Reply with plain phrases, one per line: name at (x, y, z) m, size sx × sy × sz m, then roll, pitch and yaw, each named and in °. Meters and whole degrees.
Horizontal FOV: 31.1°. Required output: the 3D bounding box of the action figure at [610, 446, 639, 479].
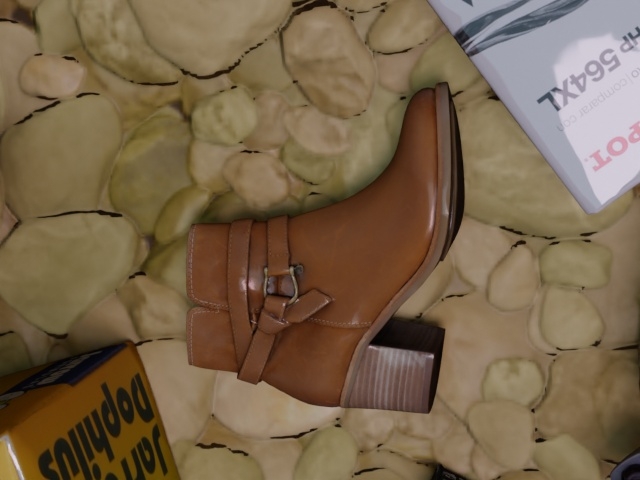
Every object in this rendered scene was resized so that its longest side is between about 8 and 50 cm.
action figure at (0.154, 0.207, 0.612) m, size 0.285 × 0.099 × 0.185 m, roll -13°, pitch 87°, yaw -19°

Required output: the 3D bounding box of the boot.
boot at (0.000, 0.000, 0.656) m, size 0.152 × 0.073 × 0.197 m, roll 10°, pitch 98°, yaw 12°

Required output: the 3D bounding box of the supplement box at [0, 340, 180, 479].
supplement box at (-0.269, 0.212, 0.669) m, size 0.356 × 0.194 × 0.195 m, roll -16°, pitch 96°, yaw 11°

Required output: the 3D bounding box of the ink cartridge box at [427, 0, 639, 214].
ink cartridge box at (0.140, -0.138, 0.602) m, size 0.148 × 0.086 × 0.203 m, roll -37°, pitch 91°, yaw 13°

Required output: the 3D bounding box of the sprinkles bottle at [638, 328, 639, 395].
sprinkles bottle at (0.350, 0.060, 0.581) m, size 0.355 × 0.121 × 0.121 m, roll 7°, pitch 100°, yaw 8°

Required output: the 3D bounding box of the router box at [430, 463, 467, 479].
router box at (0.085, 0.210, 0.690) m, size 0.092 × 0.038 × 0.122 m, roll 25°, pitch 102°, yaw 5°
